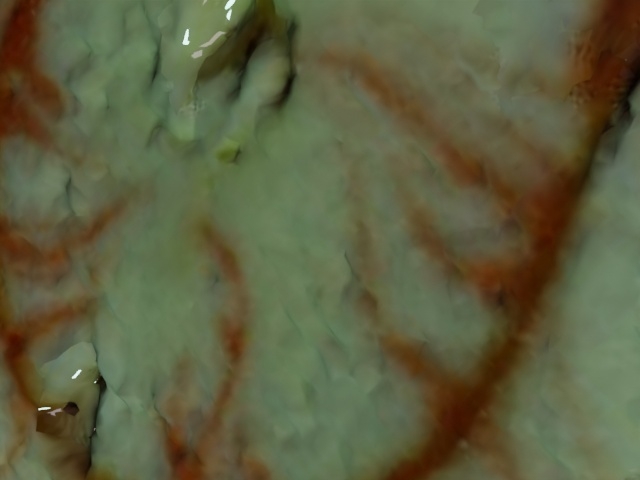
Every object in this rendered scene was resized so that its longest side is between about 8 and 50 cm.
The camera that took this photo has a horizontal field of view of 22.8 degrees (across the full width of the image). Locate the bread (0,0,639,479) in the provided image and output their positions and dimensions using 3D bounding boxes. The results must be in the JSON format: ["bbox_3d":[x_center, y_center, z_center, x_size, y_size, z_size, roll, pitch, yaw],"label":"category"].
[{"bbox_3d":[-0.003,0.000,0.422,0.114,0.295,0.328,-7,57,-55],"label":"bread"}]
